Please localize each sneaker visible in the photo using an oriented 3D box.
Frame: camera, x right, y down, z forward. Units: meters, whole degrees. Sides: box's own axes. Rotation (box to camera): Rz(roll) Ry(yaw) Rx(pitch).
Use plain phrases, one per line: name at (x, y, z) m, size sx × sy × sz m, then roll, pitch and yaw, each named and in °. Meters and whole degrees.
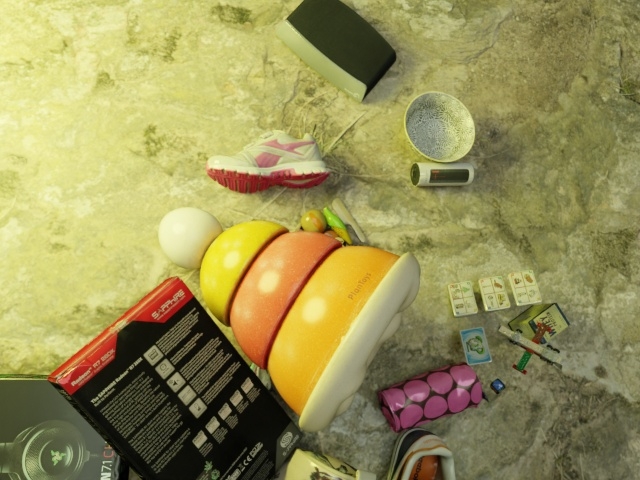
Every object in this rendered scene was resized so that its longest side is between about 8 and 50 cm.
sneaker at (0.172, 0.522, 0.915) m, size 0.126 × 0.127 × 0.321 m, roll 14°, pitch 77°, yaw -11°
sneaker at (-0.117, 0.290, 0.941) m, size 0.069 × 0.038 × 0.098 m, roll 23°, pitch 74°, yaw -7°
sneaker at (-0.111, -0.168, 1.017) m, size 0.252 × 0.103 × 0.111 m, roll -4°, pitch 75°, yaw -20°

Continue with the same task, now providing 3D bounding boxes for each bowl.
bowl at (0.257, -0.245, 1.122) m, size 0.170 × 0.080 × 0.170 m, roll 3°, pitch 78°, yaw -12°

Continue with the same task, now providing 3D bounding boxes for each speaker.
speaker at (0.276, -0.151, 1.120) m, size 0.136 × 0.055 × 0.055 m, roll -2°, pitch 79°, yaw -14°

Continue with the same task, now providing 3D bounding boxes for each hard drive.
hard drive at (0.042, -0.456, 1.131) m, size 0.255 × 0.054 × 0.172 m, roll 39°, pitch 73°, yaw -3°

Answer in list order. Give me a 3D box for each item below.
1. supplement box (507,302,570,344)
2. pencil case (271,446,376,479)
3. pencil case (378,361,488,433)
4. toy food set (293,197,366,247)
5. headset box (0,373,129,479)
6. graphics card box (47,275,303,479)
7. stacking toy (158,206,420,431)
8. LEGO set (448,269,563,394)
supplement box at (0.478, 0.183, 1.079) m, size 0.083 × 0.083 × 0.056 m, roll -30°, pitch 87°, yaw -17°
pencil case at (-0.060, 0.551, 0.824) m, size 0.160 × 0.184 × 0.410 m, roll 45°, pitch 68°, yaw -39°
pencil case at (0.223, 0.320, 0.991) m, size 0.209 × 0.095 × 0.098 m, roll -12°, pitch 104°, yaw -13°
toy food set at (0.000, 0.000, 1.031) m, size 0.192 × 0.038 × 0.132 m, roll -35°, pitch 88°, yaw -17°
headset box at (-0.463, 0.344, 0.801) m, size 0.283 × 0.131 × 0.246 m, roll 5°, pitch 76°, yaw -12°
graphics card box at (-0.216, 0.274, 0.800) m, size 0.233 × 0.094 × 0.371 m, roll -46°, pitch 108°, yaw -36°
stacking toy at (-0.092, 0.073, 0.900) m, size 0.480 × 0.350 × 0.350 m, roll 32°, pitch 72°, yaw 14°
LEGO set at (0.382, 0.192, 1.023) m, size 0.183 × 0.060 × 0.244 m, roll -12°, pitch 56°, yaw 11°
